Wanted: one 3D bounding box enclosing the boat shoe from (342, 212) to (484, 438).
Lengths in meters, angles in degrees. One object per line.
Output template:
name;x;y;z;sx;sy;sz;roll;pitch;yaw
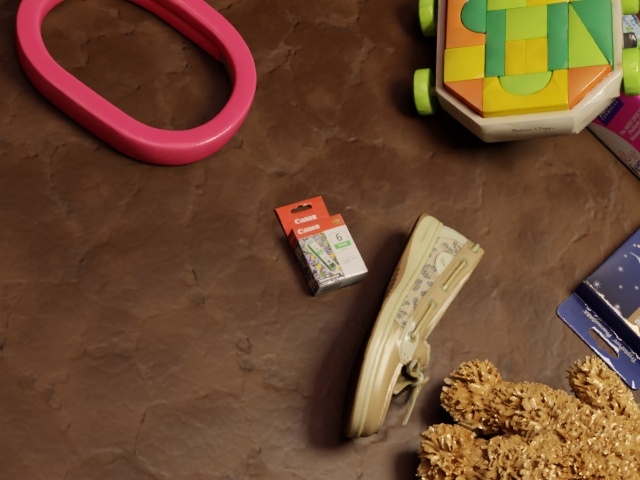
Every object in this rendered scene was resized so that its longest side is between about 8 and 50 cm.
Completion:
boat shoe;0.100;0.095;1.489;0.089;0.104;0.285;24;59;1

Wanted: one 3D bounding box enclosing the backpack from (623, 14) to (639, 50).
backpack;0.347;-0.256;1.740;0.084;0.105;0.114;-12;58;-25

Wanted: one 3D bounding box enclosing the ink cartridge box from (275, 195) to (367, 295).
ink cartridge box;0.000;0.000;1.553;0.062;0.029;0.115;-17;69;-22

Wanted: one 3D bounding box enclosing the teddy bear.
teddy bear;0.268;0.226;1.419;0.338;0.113;0.245;31;51;24

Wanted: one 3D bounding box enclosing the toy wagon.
toy wagon;0.249;-0.275;1.673;0.267;0.068;0.344;-4;60;16

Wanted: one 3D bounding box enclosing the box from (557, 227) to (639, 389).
box;0.396;0.060;1.630;0.136;0.036;0.225;45;62;10

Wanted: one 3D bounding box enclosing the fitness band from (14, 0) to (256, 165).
fitness band;-0.213;-0.209;1.593;0.291;0.054;0.209;35;63;5

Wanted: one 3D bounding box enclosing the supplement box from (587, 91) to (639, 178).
supplement box;0.448;-0.127;1.695;0.114;0.111;0.220;-37;77;-27
